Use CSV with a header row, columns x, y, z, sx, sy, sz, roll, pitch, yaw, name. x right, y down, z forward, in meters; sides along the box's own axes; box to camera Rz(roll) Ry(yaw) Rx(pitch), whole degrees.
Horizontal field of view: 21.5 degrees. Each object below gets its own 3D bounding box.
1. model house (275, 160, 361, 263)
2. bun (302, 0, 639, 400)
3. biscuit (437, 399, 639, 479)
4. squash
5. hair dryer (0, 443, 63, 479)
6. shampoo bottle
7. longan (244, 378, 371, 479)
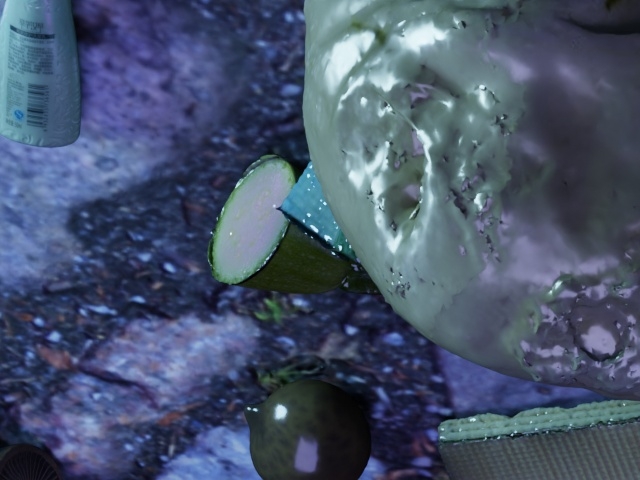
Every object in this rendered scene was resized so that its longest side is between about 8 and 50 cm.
x,y,z,sx,sy,sz,roll,pitch,yaw,name
0.065,-0.054,1.157,0.148,0.119,0.148,16,101,-41,model house
0.165,-0.079,0.971,0.326,0.362,0.234,-19,142,-30,bun
0.207,0.187,1.404,0.199,0.040,0.121,-8,127,19,biscuit
-0.002,0.006,1.265,0.132,0.105,0.105,24,135,-32,squash
-0.398,0.161,1.500,0.189,0.107,0.352,-19,118,30,hair dryer
-0.200,-0.149,1.186,0.069,0.041,0.190,16,134,6,shampoo bottle
-0.012,0.164,1.397,0.113,0.092,0.113,7,132,8,longan
